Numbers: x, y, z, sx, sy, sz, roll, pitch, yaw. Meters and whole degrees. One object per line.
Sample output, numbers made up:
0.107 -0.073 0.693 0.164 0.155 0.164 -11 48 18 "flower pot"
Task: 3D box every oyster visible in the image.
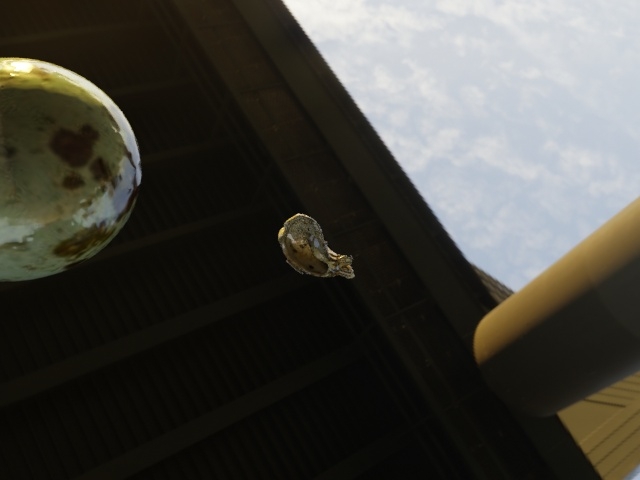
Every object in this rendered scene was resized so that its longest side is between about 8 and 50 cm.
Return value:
0.000 0.000 0.644 0.081 0.083 0.038 12 -132 1 "oyster"

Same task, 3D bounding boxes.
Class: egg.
-0.251 -0.051 0.513 0.231 0.169 0.169 -7 -125 12 "egg"
